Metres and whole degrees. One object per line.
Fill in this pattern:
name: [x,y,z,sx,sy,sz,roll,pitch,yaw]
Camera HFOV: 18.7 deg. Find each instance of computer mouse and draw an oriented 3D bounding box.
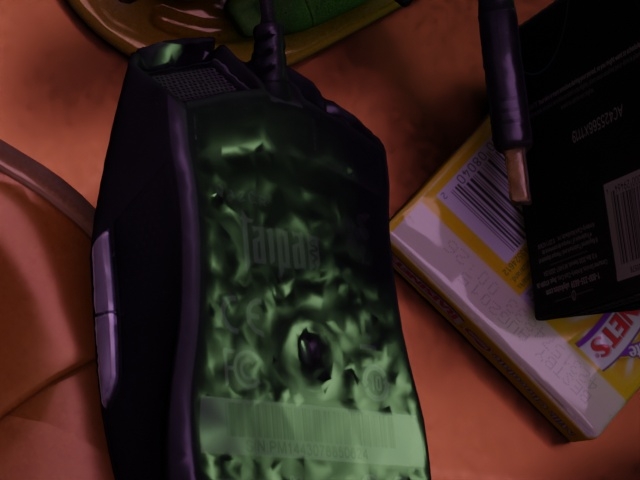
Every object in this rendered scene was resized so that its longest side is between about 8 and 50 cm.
computer mouse: [0.000,0.000,0.585,0.184,0.060,0.262,3,73,-45]

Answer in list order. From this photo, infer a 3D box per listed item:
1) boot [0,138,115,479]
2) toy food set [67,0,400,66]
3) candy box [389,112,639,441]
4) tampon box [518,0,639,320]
boot: [-0.118,0.091,0.575,0.295,0.104,0.211,34,67,-12]
toy food set: [0.006,-0.146,0.674,0.218,0.071,0.128,-32,88,-18]
candy box: [0.122,-0.036,0.705,0.105,0.027,0.206,45,73,-5]
tampon box: [0.159,-0.035,0.636,0.161,0.120,0.101,-4,82,-16]
